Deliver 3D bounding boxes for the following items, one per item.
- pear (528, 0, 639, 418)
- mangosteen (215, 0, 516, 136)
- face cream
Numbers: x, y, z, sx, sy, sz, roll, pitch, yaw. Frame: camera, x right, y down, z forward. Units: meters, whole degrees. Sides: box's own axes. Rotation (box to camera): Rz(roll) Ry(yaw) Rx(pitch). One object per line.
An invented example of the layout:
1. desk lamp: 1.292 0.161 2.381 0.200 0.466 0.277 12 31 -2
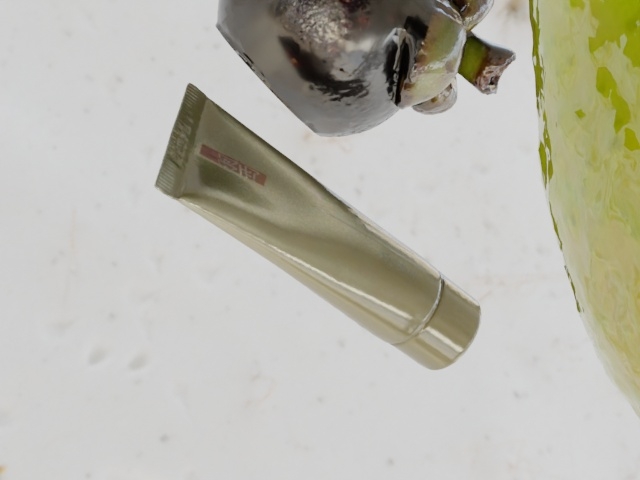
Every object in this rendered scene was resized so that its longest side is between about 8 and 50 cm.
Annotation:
1. pear: 0.249 -0.050 0.421 0.391 0.391 0.391 22 47 -25
2. mangosteen: 0.040 -0.216 1.267 0.287 0.233 0.287 47 0 1
3. face cream: 0.000 0.000 1.159 0.341 0.084 0.137 36 41 -24
